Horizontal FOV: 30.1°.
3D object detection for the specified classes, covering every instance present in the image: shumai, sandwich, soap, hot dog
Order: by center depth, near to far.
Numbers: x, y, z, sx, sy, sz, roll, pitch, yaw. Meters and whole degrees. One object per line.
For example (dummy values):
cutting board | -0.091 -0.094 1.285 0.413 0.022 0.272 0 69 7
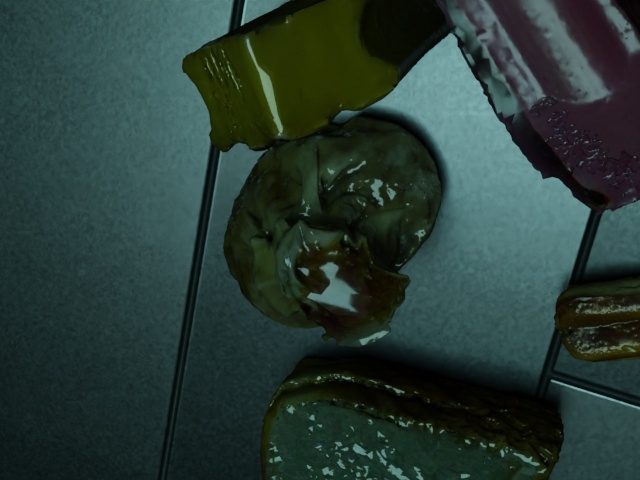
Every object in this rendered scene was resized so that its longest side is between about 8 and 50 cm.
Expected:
soap | 0.169 -0.164 0.845 0.112 0.182 0.289 -29 94 26
soap | -0.005 -0.136 0.866 0.160 0.257 0.080 -19 103 23
hot dog | 0.271 0.062 0.972 0.165 0.045 0.071 -8 109 21
shumai | 0.000 0.000 0.984 0.209 0.153 0.161 -28 107 22
sandwich | 0.070 0.262 1.085 0.271 0.099 0.301 10 114 14
